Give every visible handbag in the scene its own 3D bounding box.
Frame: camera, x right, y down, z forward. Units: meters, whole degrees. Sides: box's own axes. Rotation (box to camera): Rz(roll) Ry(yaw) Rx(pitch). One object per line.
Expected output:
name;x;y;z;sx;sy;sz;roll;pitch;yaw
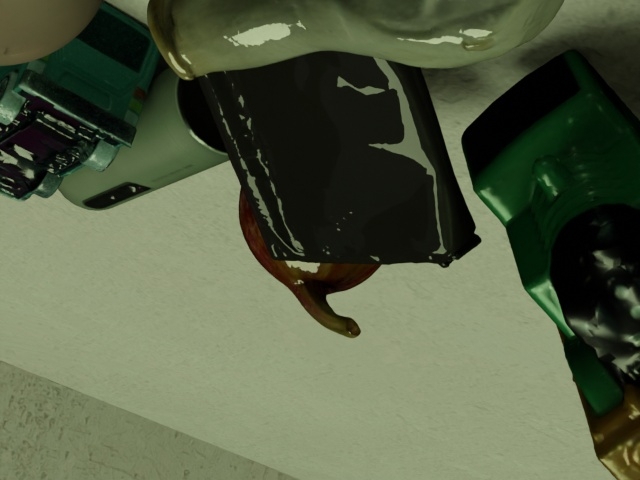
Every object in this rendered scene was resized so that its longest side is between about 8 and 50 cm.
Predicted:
handbag;0.017;-0.093;1.267;0.223;0.080;0.247;-1;120;40

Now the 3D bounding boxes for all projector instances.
projector;-0.166;-0.107;1.484;0.108;0.108;0.337;27;159;-24

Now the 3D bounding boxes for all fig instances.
fig;-0.003;-0.003;1.467;0.175;0.207;0.175;9;168;2

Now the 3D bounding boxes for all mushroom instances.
mushroom;0.024;-0.178;1.093;0.351;0.109;0.097;1;-178;30

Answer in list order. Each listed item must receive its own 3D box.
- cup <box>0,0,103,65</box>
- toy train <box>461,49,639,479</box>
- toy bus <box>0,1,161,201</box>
cup;-0.270;-0.218;1.058;0.191;0.253;0.200;55;169;12
toy train;0.232;0.011;1.099;0.249;0.178;0.429;46;-164;-18
toy bus;-0.271;-0.136;1.439;0.128;0.147;0.256;29;154;-26
